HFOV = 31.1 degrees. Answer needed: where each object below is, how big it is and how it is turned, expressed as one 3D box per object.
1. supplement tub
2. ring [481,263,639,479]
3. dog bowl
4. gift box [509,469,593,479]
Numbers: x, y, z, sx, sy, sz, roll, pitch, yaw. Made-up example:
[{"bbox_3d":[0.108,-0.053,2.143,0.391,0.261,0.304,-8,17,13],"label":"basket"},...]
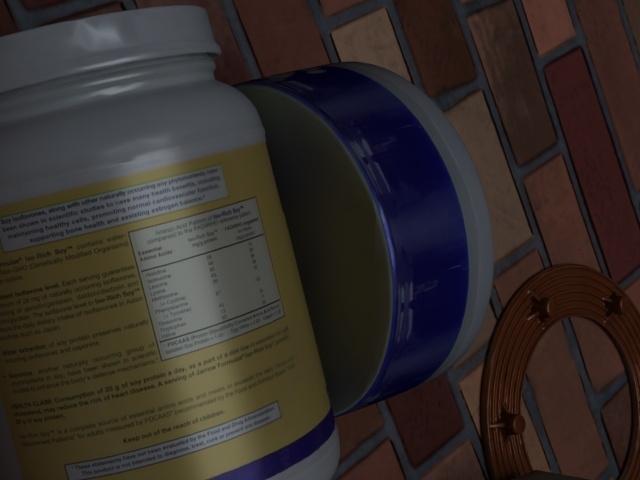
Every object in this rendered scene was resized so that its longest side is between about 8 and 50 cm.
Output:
[{"bbox_3d":[-0.135,0.029,0.779,0.241,0.241,0.331,-18,98,-42],"label":"supplement tub"},{"bbox_3d":[0.300,0.193,1.289,0.337,0.032,0.336,5,82,-42],"label":"ring"},{"bbox_3d":[0.000,0.000,0.887,0.104,0.265,0.264,-16,96,-39],"label":"dog bowl"},{"bbox_3d":[0.225,0.375,1.066,0.258,0.255,0.276,-14,100,-32],"label":"gift box"}]
